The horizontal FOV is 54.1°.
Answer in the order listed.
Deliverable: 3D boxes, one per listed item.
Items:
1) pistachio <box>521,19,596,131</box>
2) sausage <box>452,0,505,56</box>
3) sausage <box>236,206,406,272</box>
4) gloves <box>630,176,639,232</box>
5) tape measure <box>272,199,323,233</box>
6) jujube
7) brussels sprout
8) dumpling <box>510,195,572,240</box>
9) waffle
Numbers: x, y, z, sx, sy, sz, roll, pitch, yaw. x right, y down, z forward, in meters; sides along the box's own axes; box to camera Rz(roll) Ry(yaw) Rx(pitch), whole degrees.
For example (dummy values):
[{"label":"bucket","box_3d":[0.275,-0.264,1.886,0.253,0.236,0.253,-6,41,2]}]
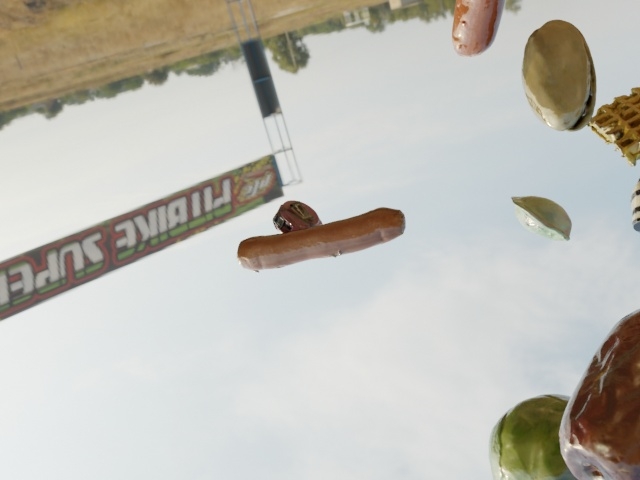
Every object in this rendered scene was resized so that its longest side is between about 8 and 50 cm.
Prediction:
[{"label":"pistachio","box_3d":[0.458,-0.315,1.208,0.135,0.226,0.136,-8,169,-2]},{"label":"sausage","box_3d":[0.354,-0.528,1.386,0.113,0.259,0.114,-1,-134,1]},{"label":"sausage","box_3d":[0.000,0.000,1.504,0.418,0.094,0.094,-13,-179,11]},{"label":"gloves","box_3d":[0.916,-0.137,1.713,0.131,0.140,0.219,-4,-115,41]},{"label":"tape measure","box_3d":[-0.056,-0.046,1.612,0.125,0.074,0.118,41,-147,14]},{"label":"jujube","box_3d":[0.493,0.236,0.928,0.318,0.223,0.223,-37,-154,-22]},{"label":"brussels sprout","box_3d":[0.581,0.569,1.611,0.289,0.355,0.281,4,-169,-40]},{"label":"dumpling","box_3d":[0.615,-0.065,1.785,0.149,0.105,0.217,-12,-143,-21]},{"label":"waffle","box_3d":[0.739,-0.273,1.425,0.283,0.065,0.309,-51,-154,-24]}]
